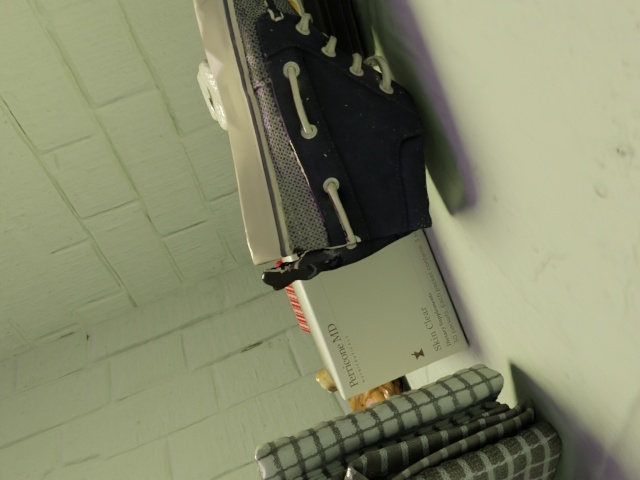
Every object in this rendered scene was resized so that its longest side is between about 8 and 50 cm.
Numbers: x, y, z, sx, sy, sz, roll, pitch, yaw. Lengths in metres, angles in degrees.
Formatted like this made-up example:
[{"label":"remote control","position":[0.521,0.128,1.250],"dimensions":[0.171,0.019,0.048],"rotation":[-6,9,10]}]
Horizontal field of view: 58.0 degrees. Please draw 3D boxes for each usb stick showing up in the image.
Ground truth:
[{"label":"usb stick","position":[-0.015,-0.284,0.520],"dimensions":[0.077,0.045,0.278],"rotation":[-127,16,-64]}]

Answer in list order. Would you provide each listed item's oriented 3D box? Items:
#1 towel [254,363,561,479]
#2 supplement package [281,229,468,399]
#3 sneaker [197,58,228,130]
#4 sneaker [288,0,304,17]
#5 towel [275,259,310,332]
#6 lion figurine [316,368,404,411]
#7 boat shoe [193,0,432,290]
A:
[{"label":"towel","position":[0.082,0.268,0.507],"dimensions":[0.121,0.234,0.284],"rotation":[-130,30,-53]},{"label":"supplement package","position":[0.032,0.021,0.687],"dimensions":[0.204,0.145,0.262],"rotation":[155,93,-84]},{"label":"sneaker","position":[-0.098,-0.241,0.871],"dimensions":[0.268,0.153,0.101],"rotation":[-137,26,-69]},{"label":"sneaker","position":[-0.038,-0.235,0.743],"dimensions":[0.131,0.111,0.297],"rotation":[-88,-13,-46]},{"label":"towel","position":[-0.005,0.168,1.563],"dimensions":[0.198,0.031,0.275],"rotation":[13,136,35]},{"label":"lion figurine","position":[0.143,0.351,1.030],"dimensions":[0.392,0.142,0.240],"rotation":[37,143,50]},{"label":"boat shoe","position":[-0.005,-0.139,0.502],"dimensions":[0.127,0.158,0.341],"rotation":[-28,-74,-84]}]
